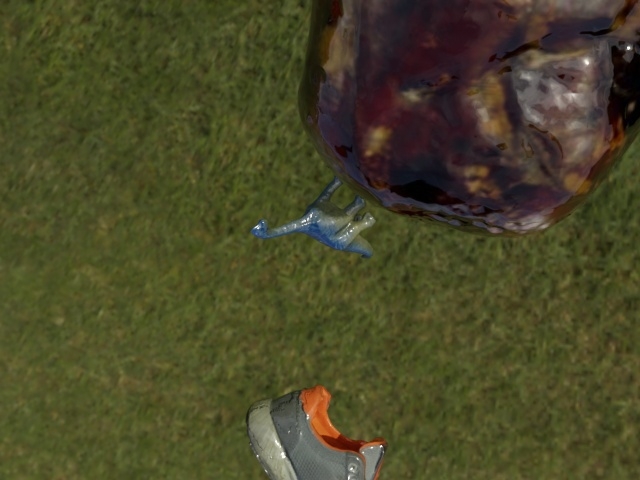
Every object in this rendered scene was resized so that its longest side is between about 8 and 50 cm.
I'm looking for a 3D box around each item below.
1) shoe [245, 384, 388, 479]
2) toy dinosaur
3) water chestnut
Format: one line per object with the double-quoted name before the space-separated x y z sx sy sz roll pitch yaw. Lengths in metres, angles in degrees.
"shoe" 0.037 0.351 1.507 0.171 0.132 0.336 -31 79 16
"toy dinosaur" 0.000 0.000 1.751 0.075 0.188 0.247 42 166 40
"water chestnut" 0.112 -0.180 0.790 0.347 0.335 0.335 31 149 31
